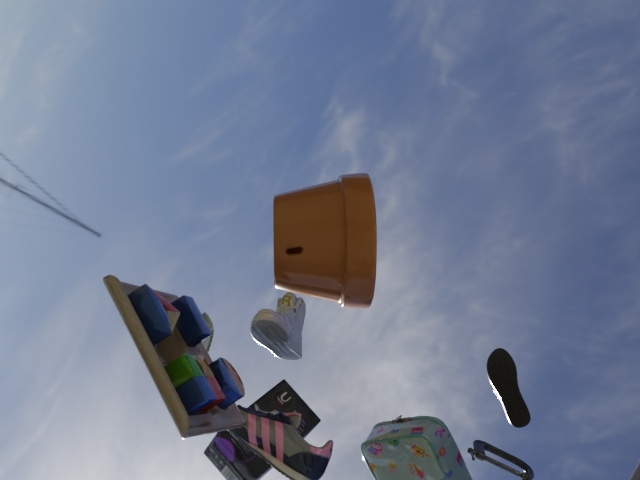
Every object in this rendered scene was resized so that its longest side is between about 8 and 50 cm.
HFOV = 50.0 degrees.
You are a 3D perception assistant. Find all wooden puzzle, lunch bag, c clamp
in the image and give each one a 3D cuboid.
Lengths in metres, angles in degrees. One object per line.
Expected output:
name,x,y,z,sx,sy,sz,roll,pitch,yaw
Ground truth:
wooden puzzle,-0.256,0.215,1.328,0.080,0.348,0.322,-33,-106,1
lunch bag,0.231,0.551,1.642,0.224,0.279,0.108,-19,-169,38
c clamp,0.377,0.466,1.440,0.137,0.161,0.022,-64,177,-83

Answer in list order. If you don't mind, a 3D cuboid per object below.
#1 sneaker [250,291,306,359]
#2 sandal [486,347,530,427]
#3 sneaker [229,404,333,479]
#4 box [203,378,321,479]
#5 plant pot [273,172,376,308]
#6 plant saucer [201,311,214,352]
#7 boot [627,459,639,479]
sneaker,-0.115,0.210,1.918,0.108,0.292,0.169,-1,-118,13
sandal,0.419,0.333,1.549,0.067,0.040,0.179,-16,-102,-3
sneaker,-0.116,0.429,1.577,0.131,0.319,0.112,-54,176,-12
box,-0.160,0.542,1.904,0.165,0.270,0.143,47,-43,13
plant pot,0.000,0.000,1.465,0.291,0.203,0.291,180,-90,-86
plant saucer,-0.337,0.311,1.841,0.241,0.037,0.241,19,90,-87
boot,0.420,0.427,1.089,0.269,0.236,0.089,-26,-95,29
